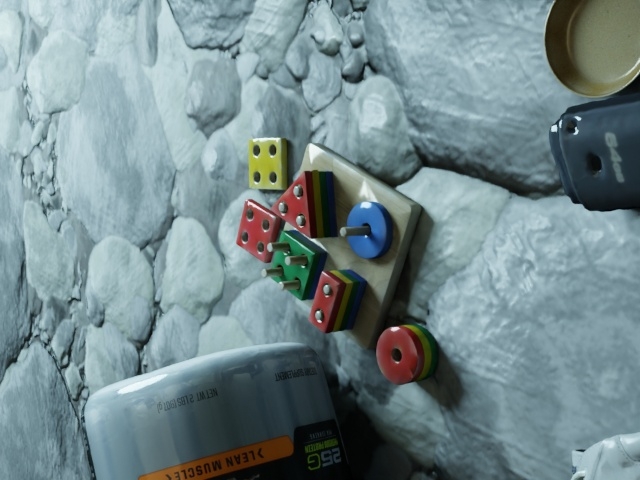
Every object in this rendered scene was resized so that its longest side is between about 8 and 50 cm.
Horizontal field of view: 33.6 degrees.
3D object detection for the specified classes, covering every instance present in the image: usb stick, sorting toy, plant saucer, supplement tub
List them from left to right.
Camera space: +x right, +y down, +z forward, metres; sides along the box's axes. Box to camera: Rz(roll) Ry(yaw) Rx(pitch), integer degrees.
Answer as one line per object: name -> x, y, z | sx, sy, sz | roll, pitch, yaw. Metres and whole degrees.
supplement tub -> -0.060, 0.266, 0.856 | 0.207, 0.207, 0.338 | -27, 75, 46
sorting toy -> 0.000, 0.000, 0.885 | 0.274, 0.046, 0.132 | 36, 119, 40
plant saucer -> 0.184, -0.135, 0.693 | 0.083, 0.015, 0.083 | 7, 99, 47
usb stick -> 0.254, -0.060, 0.593 | 0.278, 0.045, 0.077 | -5, 117, 48

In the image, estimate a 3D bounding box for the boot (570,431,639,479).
boot -> 0.187, 0.194, 0.678 | 0.258, 0.095, 0.123 | -36, 61, 34
